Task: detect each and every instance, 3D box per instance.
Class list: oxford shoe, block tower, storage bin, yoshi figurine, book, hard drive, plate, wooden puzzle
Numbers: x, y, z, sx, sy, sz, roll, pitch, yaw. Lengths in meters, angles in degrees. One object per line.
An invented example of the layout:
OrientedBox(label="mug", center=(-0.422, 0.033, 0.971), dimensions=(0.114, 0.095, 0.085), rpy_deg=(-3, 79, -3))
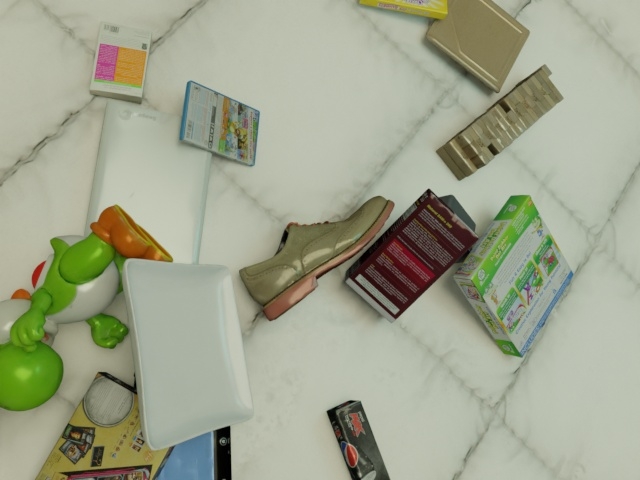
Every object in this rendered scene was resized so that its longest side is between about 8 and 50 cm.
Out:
OrientedBox(label="oxford shoe", center=(0.000, 0.000, 1.209), dimensions=(0.348, 0.123, 0.130), rpy_deg=(-39, 88, -24))
OrientedBox(label="block tower", center=(0.420, -0.272, 1.442), dimensions=(0.335, 0.091, 0.097), rpy_deg=(-41, 94, -23))
OrientedBox(label="storage bin", center=(0.267, -0.027, 1.328), dimensions=(0.135, 0.098, 0.091), rpy_deg=(46, 52, -30))
OrientedBox(label="yoshi figurine", center=(-0.396, 0.127, 0.986), dimensions=(0.362, 0.203, 0.203), rpy_deg=(-42, 113, -6))
OrientedBox(label="book", center=(-0.378, -0.339, 1.192), dimensions=(0.096, 0.035, 0.144), rpy_deg=(8, 75, -15))
OrientedBox(label="hard drive", center=(-0.312, -0.089, 1.155), dimensions=(0.203, 0.040, 0.307), rpy_deg=(9, 76, -18))
OrientedBox(label="plate", center=(-0.216, 0.173, 1.017), dimensions=(0.278, 0.045, 0.277), rpy_deg=(10, 67, -64))
OrientedBox(label="wooden puzzle", center=(0.376, -0.490, 1.505), dimensions=(0.221, 0.044, 0.238), rpy_deg=(35, 64, -10))

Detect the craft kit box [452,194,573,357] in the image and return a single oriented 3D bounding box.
OrientedBox(label="craft kit box", center=(0.418, 0.075, 1.338), dimensions=(0.250, 0.061, 0.246), rpy_deg=(-49, 120, -23))

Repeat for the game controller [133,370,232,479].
OrientedBox(label="game controller", center=(-0.234, 0.348, 1.070), dimensions=(0.166, 0.067, 0.319), rpy_deg=(1, 78, -20))

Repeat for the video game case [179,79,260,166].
OrientedBox(label="video game case", center=(-0.190, -0.222, 1.209), dimensions=(0.166, 0.015, 0.119), rpy_deg=(17, 71, -41))

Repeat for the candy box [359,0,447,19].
OrientedBox(label="candy box", center=(0.190, -0.570, 1.438), dimensions=(0.206, 0.027, 0.105), rpy_deg=(6, 70, -11))

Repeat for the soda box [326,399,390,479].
OrientedBox(label="soda box", center=(0.072, 0.390, 1.181), dimensions=(0.060, 0.053, 0.169), rpy_deg=(-19, 85, -23))

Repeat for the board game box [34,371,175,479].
OrientedBox(label="board game box", center=(-0.341, 0.356, 0.996), dimensions=(0.165, 0.042, 0.243), rpy_deg=(28, 80, 5))

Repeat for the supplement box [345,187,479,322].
OrientedBox(label="supplement box", center=(0.174, 0.030, 1.226), dimensions=(0.130, 0.073, 0.239), rpy_deg=(43, 103, -7))
